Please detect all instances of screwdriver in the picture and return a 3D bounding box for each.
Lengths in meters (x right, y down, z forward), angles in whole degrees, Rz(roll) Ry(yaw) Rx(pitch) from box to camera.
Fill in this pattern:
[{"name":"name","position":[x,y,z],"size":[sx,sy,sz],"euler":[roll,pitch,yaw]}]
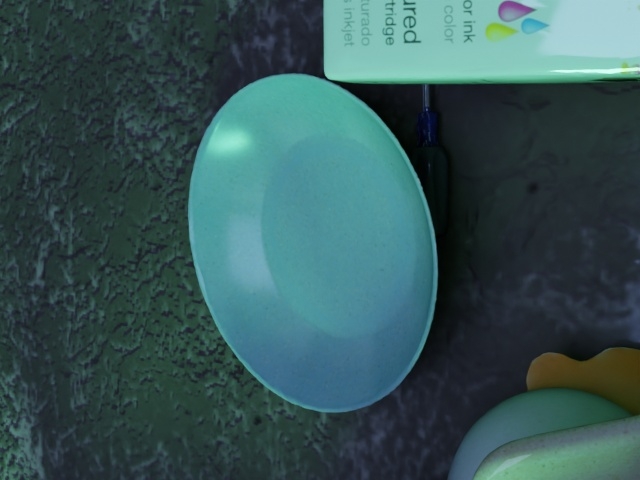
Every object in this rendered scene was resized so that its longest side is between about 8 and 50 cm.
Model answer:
[{"name":"screwdriver","position":[0.061,-0.085,0.615],"size":[0.024,0.025,0.169],"euler":[0,89,33]}]

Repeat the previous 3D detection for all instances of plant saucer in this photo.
[{"name":"plant saucer","position":[0.000,0.000,0.637],"size":[0.195,0.037,0.195],"euler":[14,110,41]}]

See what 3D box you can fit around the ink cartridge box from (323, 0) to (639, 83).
[{"name":"ink cartridge box","position":[0.147,-0.170,0.477],"size":[0.278,0.117,0.201],"euler":[4,98,29]}]

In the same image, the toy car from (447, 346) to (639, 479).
[{"name":"toy car","position":[0.121,0.165,0.537],"size":[0.210,0.219,0.238],"euler":[30,84,25]}]

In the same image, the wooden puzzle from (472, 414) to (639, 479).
[{"name":"wooden puzzle","position":[0.229,0.196,0.334],"size":[0.322,0.080,0.347],"euler":[-12,59,7]}]
